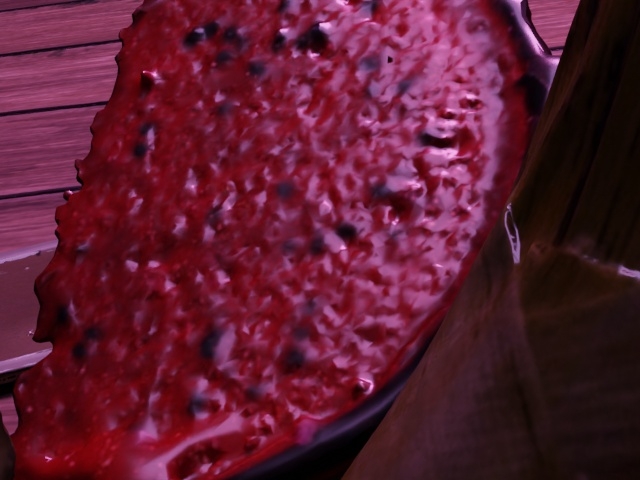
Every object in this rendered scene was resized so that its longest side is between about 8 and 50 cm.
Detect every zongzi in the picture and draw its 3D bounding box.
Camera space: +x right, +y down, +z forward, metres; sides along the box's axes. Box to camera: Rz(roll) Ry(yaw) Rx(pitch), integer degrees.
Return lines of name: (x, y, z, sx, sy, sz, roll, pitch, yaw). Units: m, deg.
zongzi: (0.080, 0.016, 0.533, 0.360, 0.323, 0.160, -18, 29, -12)

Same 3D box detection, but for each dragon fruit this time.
dragon fruit: (0.000, 0.000, 0.780, 0.282, 0.100, 0.343, -1, 60, 31)

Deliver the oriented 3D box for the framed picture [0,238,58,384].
framed picture: (-0.176, 0.041, 1.009, 0.273, 0.016, 0.216, -14, 20, -12)

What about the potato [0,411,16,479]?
potato: (-0.284, 0.124, 0.705, 0.269, 0.112, 0.255, -15, 17, -21)
